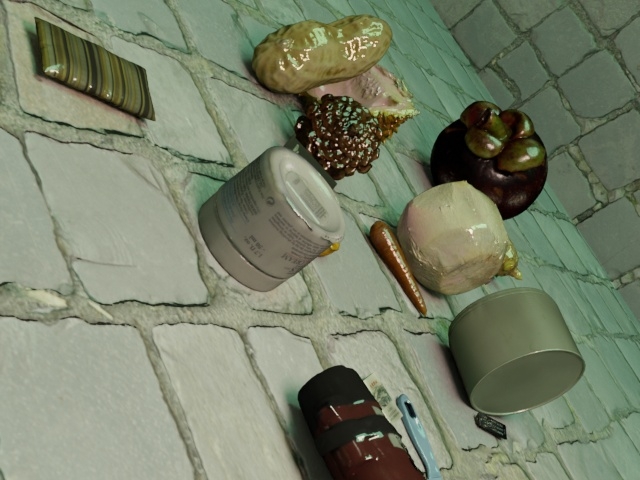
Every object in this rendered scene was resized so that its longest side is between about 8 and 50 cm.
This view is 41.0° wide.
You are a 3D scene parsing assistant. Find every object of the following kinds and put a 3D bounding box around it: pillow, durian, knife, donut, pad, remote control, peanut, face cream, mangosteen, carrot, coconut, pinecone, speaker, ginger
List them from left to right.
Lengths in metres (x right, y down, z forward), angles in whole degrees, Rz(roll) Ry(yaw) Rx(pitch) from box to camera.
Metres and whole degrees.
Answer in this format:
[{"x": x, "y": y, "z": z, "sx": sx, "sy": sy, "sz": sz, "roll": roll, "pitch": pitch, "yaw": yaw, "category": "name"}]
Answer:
[{"x": -0.332, "y": -0.250, "z": 1.269, "sx": 0.203, "sy": 0.038, "sz": 0.113, "roll": 21, "pitch": 42, "yaw": -48, "category": "pillow"}, {"x": -0.070, "y": -0.034, "z": 1.297, "sx": 0.177, "sy": 0.153, "sz": 0.177, "roll": 40, "pitch": 28, "yaw": -27, "category": "face cream"}, {"x": -0.044, "y": -0.105, "z": 1.563, "sx": 0.127, "sy": 0.004, "sz": 0.190, "roll": 47, "pitch": 40, "yaw": -10, "category": "pad"}, {"x": 0.000, "y": 0.000, "z": 1.514, "sx": 0.067, "sy": 0.038, "sz": 0.083, "roll": 47, "pitch": 20, "yaw": -6, "category": "donut"}, {"x": 0.007, "y": -0.402, "z": 1.811, "sx": 0.140, "sy": 0.325, "sz": 0.153, "roll": 56, "pitch": -23, "yaw": 36, "category": "peanut"}, {"x": 0.034, "y": -0.209, "z": 1.711, "sx": 0.179, "sy": 0.150, "sz": 0.195, "roll": 26, "pitch": 30, "yaw": -13, "category": "pinecone"}, {"x": 0.041, "y": -0.328, "z": 1.909, "sx": 0.196, "sy": 0.185, "sz": 0.305, "roll": -13, "pitch": 59, "yaw": -44, "category": "durian"}, {"x": 0.160, "y": 0.058, "z": 1.715, "sx": 0.216, "sy": 0.048, "sz": 0.048, "roll": 61, "pitch": 25, "yaw": 5, "category": "carrot"}, {"x": 0.115, "y": 0.325, "z": 1.116, "sx": 0.259, "sy": 0.198, "sz": 0.329, "roll": 15, "pitch": 34, "yaw": -35, "category": "speaker"}, {"x": 0.182, "y": 0.381, "z": 1.342, "sx": 0.045, "sy": 0.019, "sz": 0.313, "roll": 11, "pitch": 47, "yaw": -45, "category": "knife"}, {"x": 0.271, "y": -0.018, "z": 1.801, "sx": 0.227, "sy": 0.227, "sz": 0.230, "roll": 22, "pitch": 39, "yaw": -48, "category": "coconut"}, {"x": 0.324, "y": 0.354, "z": 1.626, "sx": 0.091, "sy": 0.016, "sz": 0.034, "roll": 33, "pitch": 47, "yaw": -36, "category": "remote control"}, {"x": 0.444, "y": -0.215, "z": 2.224, "sx": 0.347, "sy": 0.307, "sz": 0.306, "roll": 96, "pitch": -24, "yaw": -57, "category": "mangosteen"}, {"x": 0.434, "y": 0.023, "z": 2.166, "sx": 0.216, "sy": 0.102, "sz": 0.157, "roll": 49, "pitch": -3, "yaw": 5, "category": "ginger"}]

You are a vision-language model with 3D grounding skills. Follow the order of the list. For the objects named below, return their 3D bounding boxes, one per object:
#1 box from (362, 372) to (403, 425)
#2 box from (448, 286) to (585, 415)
[{"x": 0.091, "y": 0.253, "z": 1.345, "sx": 0.083, "sy": 0.024, "sz": 0.054, "roll": 56, "pitch": 26, "yaw": 8, "category": "box"}, {"x": 0.372, "y": 0.215, "z": 1.644, "sx": 0.226, "sy": 0.226, "sz": 0.149, "roll": 30, "pitch": 33, "yaw": -41, "category": "box"}]
